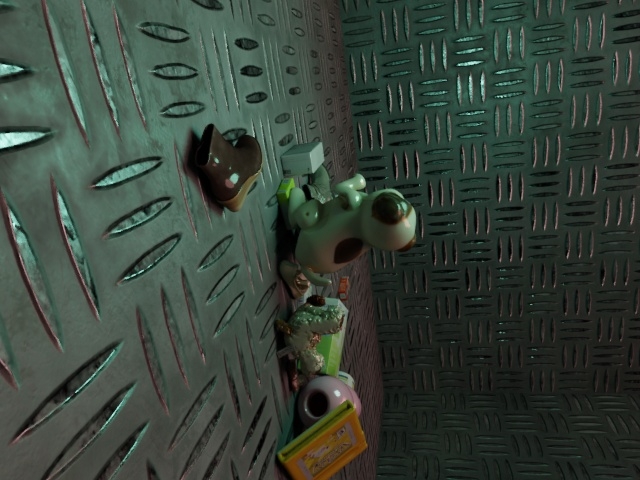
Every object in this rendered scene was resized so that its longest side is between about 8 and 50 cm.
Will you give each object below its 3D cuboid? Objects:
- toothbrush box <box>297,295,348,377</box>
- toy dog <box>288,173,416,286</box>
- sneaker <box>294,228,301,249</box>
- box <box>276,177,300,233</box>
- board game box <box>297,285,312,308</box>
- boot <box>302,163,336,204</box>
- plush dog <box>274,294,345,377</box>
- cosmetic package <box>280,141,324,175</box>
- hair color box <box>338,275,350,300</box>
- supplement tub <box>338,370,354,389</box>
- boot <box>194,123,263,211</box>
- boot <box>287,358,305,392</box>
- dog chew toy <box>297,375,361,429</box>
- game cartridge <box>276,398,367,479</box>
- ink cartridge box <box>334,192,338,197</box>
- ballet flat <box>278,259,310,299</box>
[{"bbox_3d":[0.016,0.383,1.800,0.206,0.122,0.283,58,38,-64],"label":"toothbrush box"},{"bbox_3d":[0.114,-0.052,1.545,0.395,0.408,0.284,-77,147,-47],"label":"toy dog"},{"bbox_3d":[-0.053,-0.018,1.800,0.094,0.082,0.208,65,24,-63],"label":"sneaker"},{"bbox_3d":[-0.109,-0.125,1.669,0.109,0.043,0.178,-75,157,-52],"label":"box"},{"bbox_3d":[-0.061,0.240,1.800,0.103,0.026,0.154,60,29,-62],"label":"board game box"},{"bbox_3d":[-0.021,-0.238,1.978,0.161,0.084,0.246,-8,75,-55],"label":"boot"},{"bbox_3d":[-0.054,0.302,1.581,0.225,0.211,0.262,-101,-146,-84],"label":"plush dog"},{"bbox_3d":[-0.064,-0.317,1.763,0.231,0.118,0.085,-64,147,-68],"label":"cosmetic package"},{"bbox_3d":[0.135,0.271,2.595,0.141,0.043,0.071,-75,156,-56],"label":"hair color box"},{"bbox_3d":[0.067,0.679,1.958,0.199,0.145,0.144,-76,158,-52],"label":"supplement tub"},{"bbox_3d":[-0.218,-0.215,1.121,0.206,0.090,0.248,69,25,-57],"label":"boot"},{"bbox_3d":[-0.088,0.459,1.613,0.106,0.037,0.114,-53,133,-74],"label":"boot"},{"bbox_3d":[0.054,0.620,1.715,0.332,0.207,0.206,38,48,-58],"label":"dog chew toy"},{"bbox_3d":[0.020,0.707,1.539,0.053,0.285,0.323,41,-23,44],"label":"game cartridge"},{"bbox_3d":[0.093,-0.200,2.249,0.104,0.182,0.061,-44,129,-72],"label":"ink cartridge box"},{"bbox_3d":[-0.079,0.147,1.635,0.248,0.086,0.086,64,25,-59],"label":"ballet flat"}]
